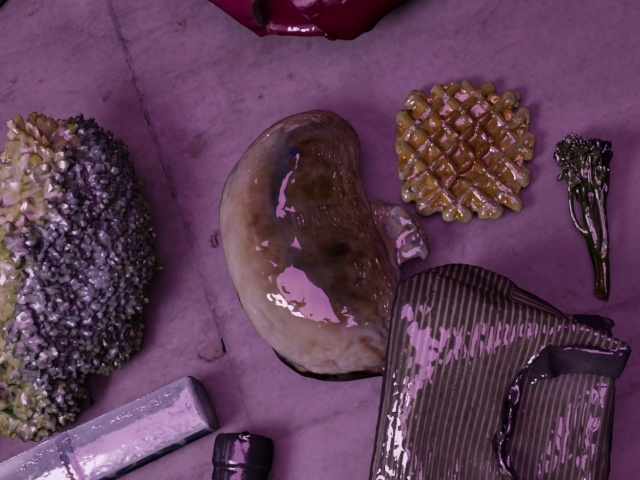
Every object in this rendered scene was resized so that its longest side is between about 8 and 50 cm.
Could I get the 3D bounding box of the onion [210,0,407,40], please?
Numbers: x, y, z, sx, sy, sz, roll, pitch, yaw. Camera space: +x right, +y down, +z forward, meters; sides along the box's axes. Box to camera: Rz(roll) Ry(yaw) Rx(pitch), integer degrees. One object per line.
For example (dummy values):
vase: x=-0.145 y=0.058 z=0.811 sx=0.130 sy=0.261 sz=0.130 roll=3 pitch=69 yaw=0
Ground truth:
onion: x=-0.030 y=-0.461 z=1.276 sx=0.398 sy=0.420 sz=0.399 roll=-6 pitch=71 yaw=17

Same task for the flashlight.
flashlight: x=-0.099 y=0.333 z=1.258 sx=0.092 sy=0.093 sz=0.232 roll=5 pitch=76 yaw=10

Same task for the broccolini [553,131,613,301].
broccolini: x=0.311 y=-0.030 z=1.299 sx=0.058 sy=0.074 sz=0.201 roll=2 pitch=78 yaw=-9

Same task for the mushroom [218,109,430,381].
mushroom: x=-0.001 y=-0.001 z=1.304 sx=0.247 sy=0.130 sz=0.344 roll=-11 pitch=75 yaw=10

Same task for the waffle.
waffle: x=0.176 y=-0.109 z=1.352 sx=0.169 sy=0.036 sz=0.184 roll=-2 pitch=76 yaw=6

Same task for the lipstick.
lipstick: x=-0.261 y=0.249 z=1.306 sx=0.289 sy=0.077 sz=0.076 roll=-27 pitch=74 yaw=1

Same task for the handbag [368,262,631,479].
handbag: x=0.186 y=0.200 z=1.163 sx=0.240 sy=0.247 sz=0.341 roll=7 pitch=89 yaw=13

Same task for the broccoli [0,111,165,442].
broccoli: x=-0.379 y=-0.013 z=1.341 sx=0.353 sy=0.275 sz=0.397 roll=-44 pitch=57 yaw=-14
